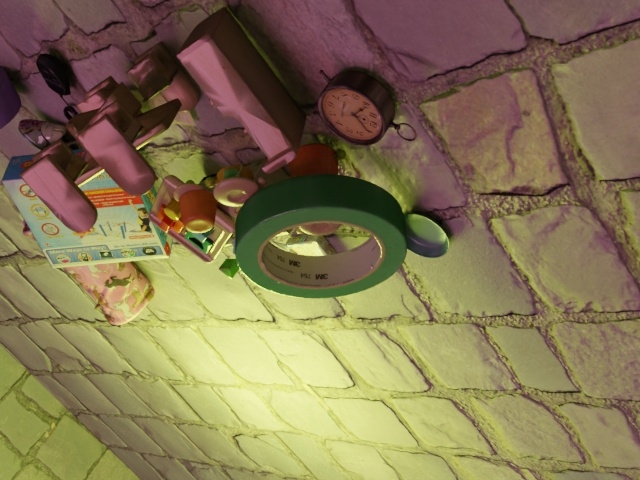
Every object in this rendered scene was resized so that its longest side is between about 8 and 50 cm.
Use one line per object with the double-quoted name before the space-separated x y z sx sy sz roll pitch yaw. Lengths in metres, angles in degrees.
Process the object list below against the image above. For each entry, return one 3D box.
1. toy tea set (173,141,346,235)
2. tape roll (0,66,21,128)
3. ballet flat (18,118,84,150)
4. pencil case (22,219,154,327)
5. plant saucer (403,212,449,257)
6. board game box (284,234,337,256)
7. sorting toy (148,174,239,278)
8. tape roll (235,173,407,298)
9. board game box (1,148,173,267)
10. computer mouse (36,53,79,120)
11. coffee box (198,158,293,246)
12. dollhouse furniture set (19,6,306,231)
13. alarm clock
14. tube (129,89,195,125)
"toy tea set" -0.110 -0.106 1.716 0.336 0.124 0.200 0 147 -9
"tape roll" -0.789 -0.314 2.053 0.189 0.189 0.080 13 142 29
"ballet flat" -0.606 -0.223 2.131 0.079 0.076 0.221 -32 116 35
"pencil case" -0.615 0.053 2.404 0.386 0.167 0.160 55 176 -28
"plant saucer" 0.197 -0.015 1.739 0.119 0.021 0.119 22 144 17
"board game box" 0.003 0.051 1.985 0.103 0.026 0.154 -10 127 46
"sorting toy" -0.286 -0.035 1.924 0.348 0.047 0.196 37 147 -3
"tape roll" 0.000 0.000 1.699 0.322 0.077 0.321 -3 147 -2
"board game box" -0.539 -0.075 2.126 0.309 0.086 0.301 -5 136 9
"computer mouse" -0.558 -0.323 1.992 0.071 0.041 0.242 27 154 26
"coffee box" -0.161 -0.077 1.897 0.247 0.098 0.141 -10 127 47
"dollhouse furniture set" -0.262 -0.192 1.628 0.394 0.362 0.256 -29 114 21
"alarm clock" 0.080 -0.220 1.542 0.192 0.064 0.129 29 146 11
"tube" -0.371 -0.280 1.867 0.240 0.062 0.070 7 179 29
